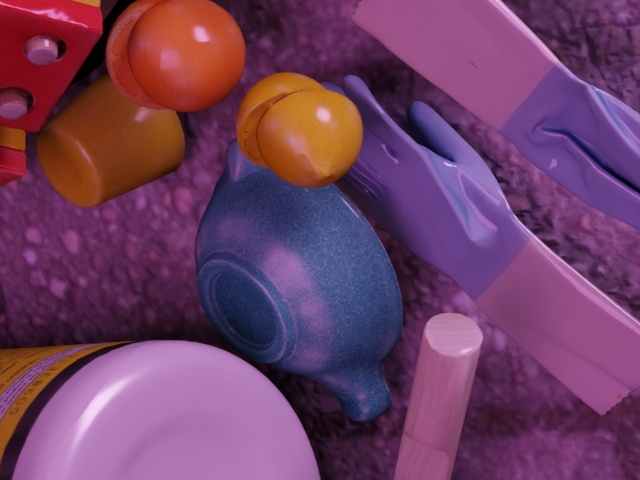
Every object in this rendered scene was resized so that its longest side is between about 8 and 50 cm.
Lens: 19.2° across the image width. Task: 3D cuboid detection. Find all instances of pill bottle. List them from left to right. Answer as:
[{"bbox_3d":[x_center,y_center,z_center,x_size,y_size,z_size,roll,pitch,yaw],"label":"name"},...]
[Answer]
[{"bbox_3d":[-0.169,0.154,1.071,0.334,0.188,0.188,-6,107,49],"label":"pill bottle"}]

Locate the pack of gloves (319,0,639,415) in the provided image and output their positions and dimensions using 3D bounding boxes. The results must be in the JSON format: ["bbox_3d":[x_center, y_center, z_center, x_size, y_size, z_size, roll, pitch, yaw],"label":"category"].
[{"bbox_3d":[0.106,-0.037,0.943,0.232,0.046,0.195,41,145,3],"label":"pack of gloves"}]

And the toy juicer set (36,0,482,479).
[{"bbox_3d":[0.000,0.000,0.988,0.329,0.089,0.209,48,144,8],"label":"toy juicer set"}]

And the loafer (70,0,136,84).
[{"bbox_3d":[-0.143,-0.132,1.058,0.170,0.062,0.061,-30,71,30],"label":"loafer"}]

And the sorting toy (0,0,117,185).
[{"bbox_3d":[-0.247,-0.095,0.946,0.255,0.257,0.089,-47,40,46],"label":"sorting toy"}]
